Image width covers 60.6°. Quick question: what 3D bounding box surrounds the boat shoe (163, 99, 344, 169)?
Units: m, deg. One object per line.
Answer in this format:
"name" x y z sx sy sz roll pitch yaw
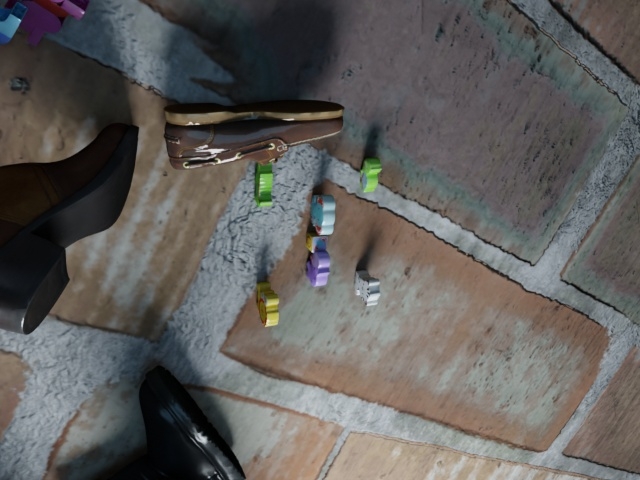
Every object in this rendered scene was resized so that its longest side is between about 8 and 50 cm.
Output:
"boat shoe" -0.073 -0.122 0.630 0.207 0.073 0.073 -6 116 -14

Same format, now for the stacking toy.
"stacking toy" 0.000 0.000 0.723 0.167 0.052 0.221 -7 113 -22

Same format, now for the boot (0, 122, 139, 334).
"boot" -0.336 -0.067 0.503 0.280 0.264 0.096 23 145 -6

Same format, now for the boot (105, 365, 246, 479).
"boot" -0.234 0.306 0.720 0.207 0.094 0.246 -32 127 -13

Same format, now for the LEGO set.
"LEGO set" -0.329 -0.215 0.451 0.227 0.087 0.093 29 134 -34
